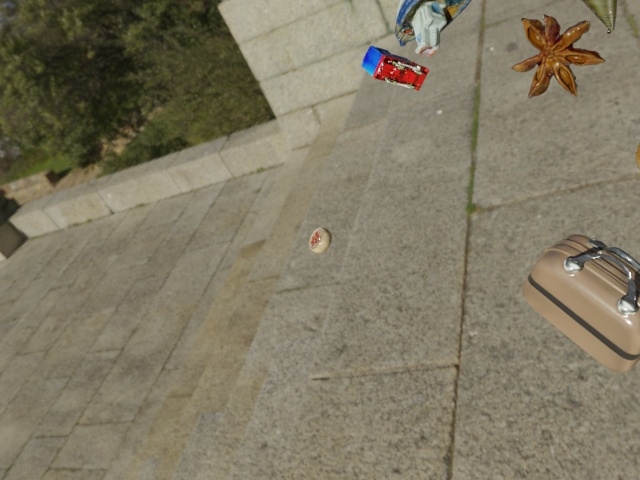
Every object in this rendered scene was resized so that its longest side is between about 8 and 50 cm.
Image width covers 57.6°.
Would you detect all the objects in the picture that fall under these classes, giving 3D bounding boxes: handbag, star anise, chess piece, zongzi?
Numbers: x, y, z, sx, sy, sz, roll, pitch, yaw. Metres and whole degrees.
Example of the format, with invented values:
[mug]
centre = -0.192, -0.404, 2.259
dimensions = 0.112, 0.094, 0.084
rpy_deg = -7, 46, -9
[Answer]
[handbag]
centre = 0.616, 0.116, 1.288
dimensions = 0.149, 0.283, 0.302
rpy_deg = -32, 58, -21
[star anise]
centre = 0.558, -0.436, 1.370
dimensions = 0.111, 0.213, 0.196
rpy_deg = -5, -2, -37
[chess piece]
centre = 0.000, 0.000, 1.814
dimensions = 0.083, 0.038, 0.084
rpy_deg = -42, 35, 39
[zongzi]
centre = 0.615, -0.623, 1.385
dimensions = 0.112, 0.242, 0.221
rpy_deg = -27, 30, -5

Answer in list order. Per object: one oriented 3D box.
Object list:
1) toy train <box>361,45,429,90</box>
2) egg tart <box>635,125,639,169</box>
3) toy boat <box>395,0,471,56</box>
[toy train]
centre = 0.249, -0.568, 1.926
dimensions = 0.203, 0.083, 0.131
rpy_deg = 2, 37, -38
[egg tart]
centre = 0.820, -0.205, 1.370
dimensions = 0.132, 0.297, 0.297
rpy_deg = -22, 32, 23
[toy boat]
centre = 0.228, -0.449, 1.124
dimensions = 0.262, 0.114, 0.115
rpy_deg = -48, 49, 53
